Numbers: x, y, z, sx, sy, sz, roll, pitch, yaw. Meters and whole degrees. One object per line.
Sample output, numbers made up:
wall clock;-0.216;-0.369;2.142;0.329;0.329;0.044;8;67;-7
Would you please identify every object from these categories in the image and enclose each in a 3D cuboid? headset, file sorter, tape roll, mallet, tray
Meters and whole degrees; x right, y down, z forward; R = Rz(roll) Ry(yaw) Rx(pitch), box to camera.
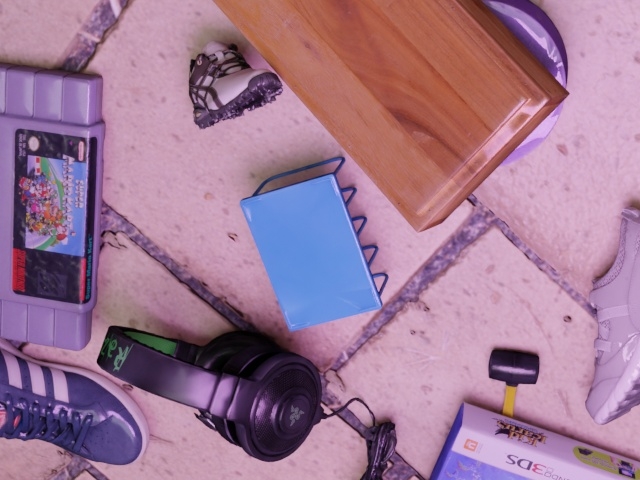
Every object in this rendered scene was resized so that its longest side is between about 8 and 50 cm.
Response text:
headset;-0.086;0.211;1.473;0.394;0.243;0.185;18;89;-20
file sorter;0.000;0.000;1.443;0.118;0.104;0.170;-15;106;19
tape roll;0.179;-0.180;1.345;0.189;0.080;0.189;5;112;12
mallet;0.224;0.219;1.514;0.062;0.039;0.189;14;117;6
tray;0.046;-0.229;1.290;0.411;0.076;0.203;49;119;11

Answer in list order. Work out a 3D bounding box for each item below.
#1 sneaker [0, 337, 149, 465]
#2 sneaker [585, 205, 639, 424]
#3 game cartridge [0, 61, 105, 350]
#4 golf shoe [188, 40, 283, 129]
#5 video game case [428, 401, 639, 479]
sneaker;-0.401;0.223;1.600;0.350;0.148;0.131;24;114;3
sneaker;0.363;0.087;1.413;0.115;0.105;0.281;36;124;36
game cartridge;-0.389;-0.045;1.530;0.230;0.068;0.355;10;107;14
golf shoe;-0.109;-0.183;1.368;0.077;0.198;0.094;-20;96;-26
video game case;0.247;0.360;1.526;0.244;0.061;0.269;19;117;1
